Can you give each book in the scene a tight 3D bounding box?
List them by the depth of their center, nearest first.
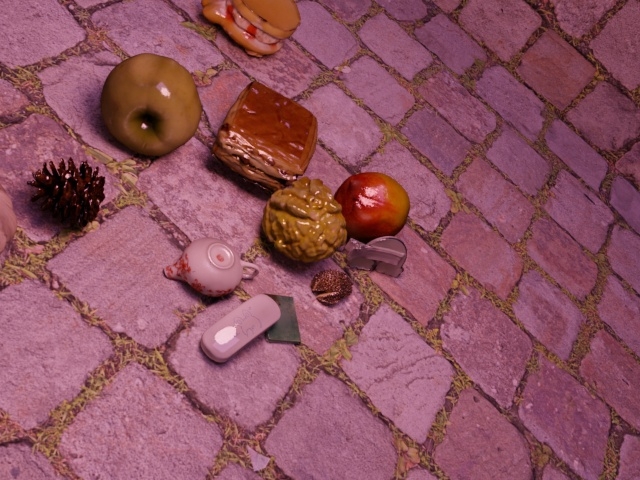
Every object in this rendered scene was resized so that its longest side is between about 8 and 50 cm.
[{"bbox_3d":[-0.106,0.201,1.852,0.103,0.017,0.134,10,52,-30],"label":"book"}]

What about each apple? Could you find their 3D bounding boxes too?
[{"bbox_3d":[-0.451,-0.371,1.912,0.279,0.279,0.279,19,48,-23],"label":"apple"}]

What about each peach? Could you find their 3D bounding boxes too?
[{"bbox_3d":[0.148,-0.098,2.114,0.231,0.231,0.230,19,48,-23],"label":"peach"}]

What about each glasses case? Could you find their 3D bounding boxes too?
[{"bbox_3d":[-0.193,0.211,1.748,0.092,0.059,0.233,46,48,12],"label":"glasses case"}]

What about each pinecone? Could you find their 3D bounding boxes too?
[{"bbox_3d":[-0.595,-0.119,1.668,0.165,0.162,0.162,16,48,-8],"label":"pinecone"}]

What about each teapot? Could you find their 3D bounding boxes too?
[{"bbox_3d":[-0.259,0.066,1.799,0.246,0.116,0.159,16,38,-32],"label":"teapot"}]

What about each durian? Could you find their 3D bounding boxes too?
[{"bbox_3d":[0.047,0.122,1.988,0.140,0.071,0.110,8,53,-37],"label":"durian"}]

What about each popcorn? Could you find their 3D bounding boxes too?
[{"bbox_3d":[-0.039,-0.064,1.960,0.259,0.212,0.259,3,47,-3],"label":"popcorn"}]

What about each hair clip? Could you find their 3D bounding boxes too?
[{"bbox_3d":[0.171,0.044,2.085,0.220,0.140,0.054,12,36,-27],"label":"hair clip"}]

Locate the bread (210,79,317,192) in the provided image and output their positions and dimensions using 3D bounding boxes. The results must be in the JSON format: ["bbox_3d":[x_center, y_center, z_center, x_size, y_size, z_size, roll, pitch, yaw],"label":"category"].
[{"bbox_3d":[-0.164,-0.289,2.089,0.278,0.167,0.324,27,46,-15],"label":"bread"}]

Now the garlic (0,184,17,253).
[{"bbox_3d":[-0.754,-0.059,1.502,0.228,0.152,0.227,24,44,-26],"label":"garlic"}]

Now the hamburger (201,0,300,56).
[{"bbox_3d":[-0.235,-0.751,2.387,0.303,0.186,0.260,9,53,-42],"label":"hamburger"}]
